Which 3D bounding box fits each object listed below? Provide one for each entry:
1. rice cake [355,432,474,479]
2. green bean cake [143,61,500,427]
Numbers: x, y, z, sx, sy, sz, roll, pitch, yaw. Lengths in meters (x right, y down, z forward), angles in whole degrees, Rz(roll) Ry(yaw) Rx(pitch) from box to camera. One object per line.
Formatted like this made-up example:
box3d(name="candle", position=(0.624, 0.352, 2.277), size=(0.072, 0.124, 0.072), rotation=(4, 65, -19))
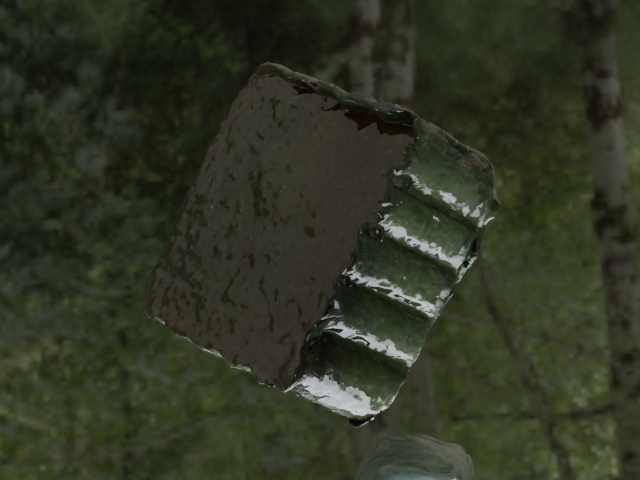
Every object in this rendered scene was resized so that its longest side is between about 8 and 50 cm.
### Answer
box3d(name="rice cake", position=(0.019, 0.188, 0.692), size=(0.063, 0.207, 0.069), rotation=(23, -166, -2))
box3d(name="green bean cake", position=(0.000, 0.000, 0.833), size=(0.094, 0.173, 0.181), rotation=(28, 176, -37))
